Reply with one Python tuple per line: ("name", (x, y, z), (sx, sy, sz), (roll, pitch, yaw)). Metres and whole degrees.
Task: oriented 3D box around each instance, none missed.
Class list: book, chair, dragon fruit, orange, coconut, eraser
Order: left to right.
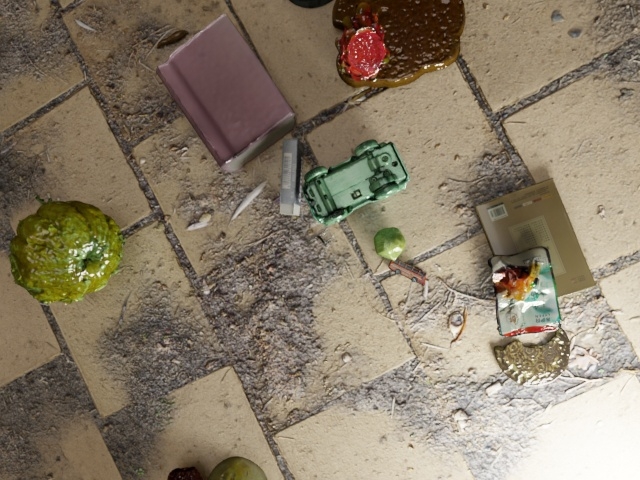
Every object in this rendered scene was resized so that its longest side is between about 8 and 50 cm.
("orange", (-0.710, 0.038, 1.138), (0.223, 0.300, 0.301), (19, 71, 25))
("eraser", (-0.266, -0.420, 1.169), (0.272, 0.122, 0.359), (-36, 86, 5))
("eraser", (-0.083, -0.179, 1.151), (0.046, 0.092, 0.212), (4, 91, 8))
("chair", (0.000, 0.002, 1.166), (0.086, 0.037, 0.042), (-33, 74, 3))
("dragon fruit", (0.107, -0.523, 1.045), (0.133, 0.150, 0.207), (0, 83, -21))
("coconut", (0.193, 0.011, 1.115), (0.088, 0.088, 0.096), (-19, 82, 8))
("book", (0.578, 0.013, 1.087), (0.217, 0.021, 0.310), (-20, 87, 8))

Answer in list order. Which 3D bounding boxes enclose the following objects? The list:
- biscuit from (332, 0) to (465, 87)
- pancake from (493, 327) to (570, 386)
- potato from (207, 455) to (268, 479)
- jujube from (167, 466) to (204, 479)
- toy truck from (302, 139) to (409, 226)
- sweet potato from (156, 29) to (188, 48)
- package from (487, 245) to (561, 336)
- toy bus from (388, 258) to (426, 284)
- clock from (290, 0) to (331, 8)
("biscuit", (0.201, -0.587, 1.120), (0.381, 0.074, 0.359), (-38, 83, 9))
("pancake", (0.573, 0.306, 1.088), (0.190, 0.020, 0.184), (18, 93, 7))
("potato", (-0.228, 0.730, 1.128), (0.178, 0.160, 0.235), (-19, 84, -15))
("jujube", (-0.378, 0.784, 1.165), (0.168, 0.168, 0.236), (-19, 75, 8))
("toy truck", (0.093, -0.154, 1.092), (0.279, 0.156, 0.155), (-26, 86, 8))
("sweet potato", (-0.464, -0.626, 1.245), (0.115, 0.026, 0.026), (-21, 87, 7))
("package", (0.542, 0.137, 1.062), (0.166, 0.040, 0.232), (-8, 90, 8))
("toy bus", (0.246, 0.087, 1.132), (0.110, 0.031, 0.043), (26, 87, 8))
("clock", (-0.025, -0.796, 1.170), (0.215, 0.042, 0.215), (0, 90, 9))
